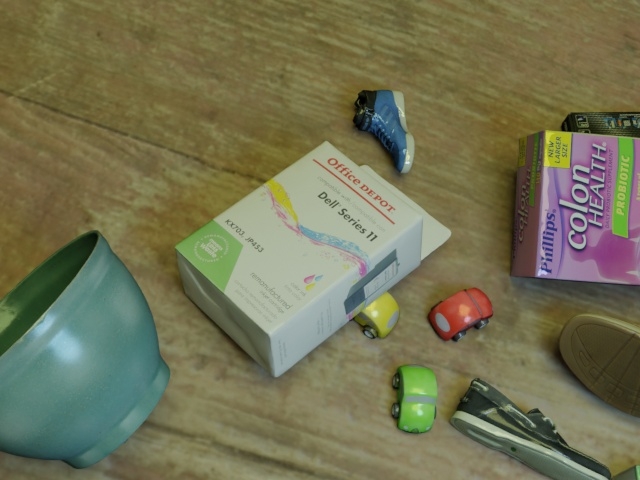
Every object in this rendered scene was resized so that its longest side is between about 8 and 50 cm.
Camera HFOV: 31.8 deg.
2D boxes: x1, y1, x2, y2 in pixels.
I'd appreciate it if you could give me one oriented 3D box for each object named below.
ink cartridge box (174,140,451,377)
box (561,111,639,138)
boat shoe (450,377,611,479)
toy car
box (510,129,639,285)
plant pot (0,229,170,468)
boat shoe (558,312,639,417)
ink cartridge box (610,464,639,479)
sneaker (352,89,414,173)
[{"bbox_3d":[0.000,0.000,1.570,0.353,0.119,0.207,-37,59,-24],"label":"ink cartridge box"},{"bbox_3d":[0.492,-0.116,1.785,0.191,0.045,0.184,-1,64,-10],"label":"box"},{"bbox_3d":[0.299,0.270,1.548,0.233,0.084,0.079,28,64,6],"label":"boat shoe"},{"bbox_3d":[0.138,0.158,1.586,0.239,0.053,0.225,5,64,-8],"label":"toy car"},{"bbox_3d":[0.419,-0.043,1.658,0.243,0.117,0.213,5,88,-8],"label":"box"},{"bbox_3d":[-0.314,0.158,1.398,0.196,0.293,0.293,47,63,-17],"label":"plant pot"},{"bbox_3d":[0.500,0.194,1.617,0.341,0.121,0.110,28,26,0],"label":"boat shoe"},{"bbox_3d":[0.520,0.391,1.529,0.212,0.093,0.154,4,64,-11],"label":"ink cartridge box"},{"bbox_3d":[0.092,-0.169,1.724,0.085,0.058,0.152,2,61,-16],"label":"sneaker"}]
